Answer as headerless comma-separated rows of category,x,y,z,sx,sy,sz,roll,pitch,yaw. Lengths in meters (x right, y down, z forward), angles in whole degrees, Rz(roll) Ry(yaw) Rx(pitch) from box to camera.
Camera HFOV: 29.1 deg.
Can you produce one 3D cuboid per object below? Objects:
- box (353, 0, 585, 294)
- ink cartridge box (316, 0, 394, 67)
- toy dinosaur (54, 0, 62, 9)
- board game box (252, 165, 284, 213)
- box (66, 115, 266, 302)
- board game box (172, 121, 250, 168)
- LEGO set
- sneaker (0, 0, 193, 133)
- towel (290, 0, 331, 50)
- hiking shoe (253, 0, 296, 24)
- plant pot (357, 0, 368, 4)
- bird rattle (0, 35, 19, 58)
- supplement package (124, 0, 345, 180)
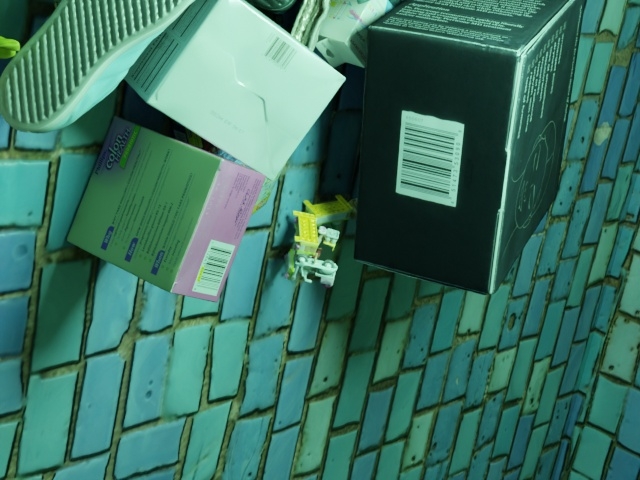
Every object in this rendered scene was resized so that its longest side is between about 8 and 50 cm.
box,0.291,-0.229,2.362,0.472,0.297,0.480,-43,142,-54
ink cartridge box,0.055,-0.387,2.235,0.143,0.090,0.092,-61,145,-9
toy dinosaur,-0.259,-0.441,1.750,0.218,0.164,0.322,20,114,-39
board game box,-0.124,-0.079,2.164,0.154,0.026,0.103,-43,164,-52
box,-0.239,-0.049,1.903,0.117,0.243,0.213,17,94,-56
board game box,-0.162,-0.171,2.097,0.194,0.060,0.194,-42,138,-33
LEGO set,0.000,0.000,2.376,0.287,0.132,0.107,-57,169,-55
sneaker,-0.294,-0.292,1.695,0.366,0.135,0.150,-41,-178,-2
towel,-0.025,-0.350,2.108,0.187,0.049,0.282,-82,-168,-83
hiking shoe,-0.055,-0.519,2.032,0.132,0.113,0.304,36,71,-85
plant pot,0.106,-0.548,2.083,0.234,0.165,0.166,63,26,-7
bird rattle,-0.513,-0.224,1.551,0.253,0.143,0.207,-17,139,-44
supplement package,-0.136,-0.256,1.895,0.262,0.145,0.204,31,98,-38
